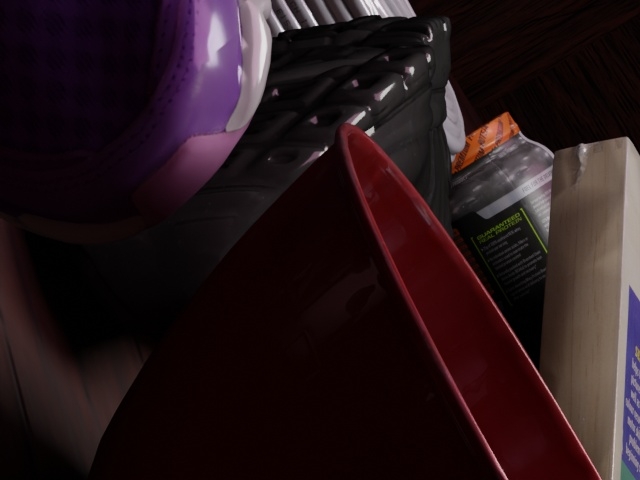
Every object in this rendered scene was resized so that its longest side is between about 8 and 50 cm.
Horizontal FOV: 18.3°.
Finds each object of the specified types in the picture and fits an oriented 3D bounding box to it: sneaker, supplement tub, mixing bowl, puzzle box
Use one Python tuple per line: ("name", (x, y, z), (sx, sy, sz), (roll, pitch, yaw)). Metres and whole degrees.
("sneaker", (0.000, 0.000, 0.631), (0.286, 0.109, 0.130), (-35, 117, -72))
("supplement tub", (0.142, 0.012, 1.405), (0.190, 0.117, 0.117), (60, 8, -1))
("mixing bowl", (0.012, 0.077, 0.423), (0.181, 0.098, 0.181), (57, 7, -11))
("sneaker", (-0.102, -0.101, 0.435), (0.236, 0.095, 0.104), (56, 11, 20))
("puzzle box", (0.237, 0.155, 1.301), (0.409, 0.052, 0.272), (52, 38, -46))

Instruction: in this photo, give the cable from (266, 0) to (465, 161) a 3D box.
("cable", (-0.005, -0.135, 1.137), (0.257, 0.089, 0.257), (54, 9, -34))
